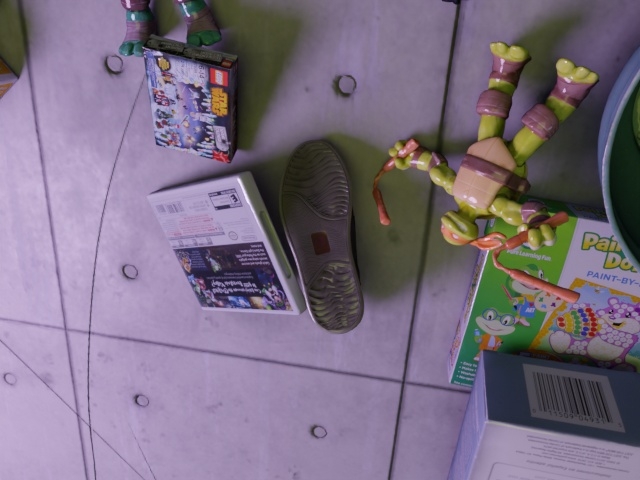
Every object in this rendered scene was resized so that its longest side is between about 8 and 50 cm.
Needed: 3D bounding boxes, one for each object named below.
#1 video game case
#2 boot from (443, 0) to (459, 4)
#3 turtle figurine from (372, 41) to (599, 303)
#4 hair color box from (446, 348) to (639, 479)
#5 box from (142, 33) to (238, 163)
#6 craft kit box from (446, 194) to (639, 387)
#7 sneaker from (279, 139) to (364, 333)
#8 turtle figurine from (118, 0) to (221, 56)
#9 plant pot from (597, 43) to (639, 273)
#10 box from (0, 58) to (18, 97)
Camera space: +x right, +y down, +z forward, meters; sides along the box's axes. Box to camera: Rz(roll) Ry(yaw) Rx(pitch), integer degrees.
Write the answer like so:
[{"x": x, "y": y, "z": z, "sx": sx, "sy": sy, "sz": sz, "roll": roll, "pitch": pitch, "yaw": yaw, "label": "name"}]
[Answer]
[{"x": -0.116, "y": 0.010, "z": 0.671, "sx": 0.191, "sy": 0.022, "sz": 0.173, "roll": -4, "pitch": 114, "yaw": 43, "label": "video game case"}, {"x": 0.235, "y": -0.307, "z": 0.475, "sx": 0.207, "sy": 0.094, "sz": 0.246, "roll": 20, "pitch": 109, "yaw": 6, "label": "boot"}, {"x": 0.184, "y": -0.072, "z": 0.557, "sx": 0.087, "sy": 0.269, "sz": 0.217, "roll": 14, "pitch": 108, "yaw": -42, "label": "turtle figurine"}, {"x": 0.259, "y": 0.318, "z": 0.693, "sx": 0.186, "sy": 0.113, "sz": 0.374, "roll": 8, "pitch": 124, "yaw": 8, "label": "hair color box"}, {"x": -0.139, "y": -0.150, "z": 0.615, "sx": 0.094, "sy": 0.027, "sz": 0.137, "roll": 14, "pitch": 143, "yaw": 2, "label": "box"}, {"x": 0.300, "y": 0.083, "z": 0.653, "sx": 0.250, "sy": 0.061, "sz": 0.246, "roll": 11, "pitch": 111, "yaw": 6, "label": "craft kit box"}, {"x": 0.000, "y": 0.000, "z": 0.665, "sx": 0.083, "sy": 0.118, "sz": 0.221, "roll": -7, "pitch": 83, "yaw": -1, "label": "sneaker"}, {"x": -0.181, "y": -0.306, "z": 0.544, "sx": 0.176, "sy": 0.118, "sz": 0.234, "roll": 9, "pitch": 132, "yaw": 26, "label": "turtle figurine"}, {"x": 0.382, "y": -0.100, "z": 0.478, "sx": 0.294, "sy": 0.196, "sz": 0.292, "roll": 6, "pitch": 116, "yaw": 12, "label": "plant pot"}, {"x": -0.488, "y": -0.170, "z": 0.665, "sx": 0.203, "sy": 0.103, "sz": 0.114, "roll": -33, "pitch": 104, "yaw": 21, "label": "box"}]
